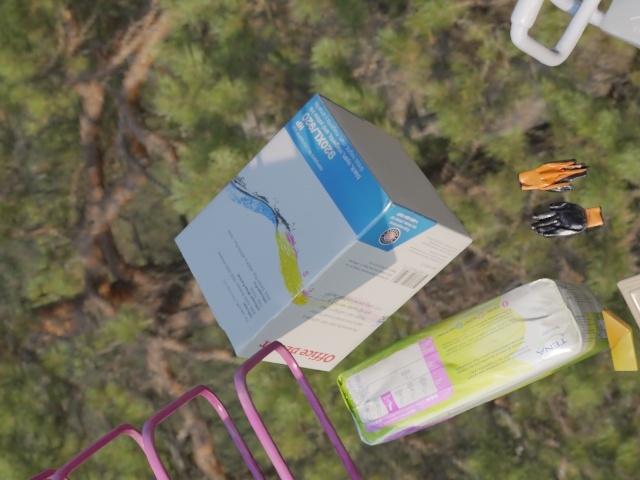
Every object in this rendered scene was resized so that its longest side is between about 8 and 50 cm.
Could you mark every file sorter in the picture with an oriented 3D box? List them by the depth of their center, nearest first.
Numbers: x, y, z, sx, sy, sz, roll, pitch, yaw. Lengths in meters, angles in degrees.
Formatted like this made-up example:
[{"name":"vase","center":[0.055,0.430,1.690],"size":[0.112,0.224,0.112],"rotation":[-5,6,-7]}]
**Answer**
[{"name":"file sorter","center":[-0.115,0.219,0.756],"size":[0.182,0.291,0.202],"rotation":[60,-173,3]}]

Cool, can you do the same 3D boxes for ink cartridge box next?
[{"name":"ink cartridge box","center":[0.000,0.000,1.162],"size":[0.171,0.233,0.168],"rotation":[20,-149,-53]}]

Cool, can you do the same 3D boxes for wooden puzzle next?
[{"name":"wooden puzzle","center":[0.237,0.046,0.708],"size":[0.116,0.014,0.078],"rotation":[-15,107,34]}]

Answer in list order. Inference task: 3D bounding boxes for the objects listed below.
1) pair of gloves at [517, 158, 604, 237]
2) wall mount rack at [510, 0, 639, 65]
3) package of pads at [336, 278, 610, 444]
[{"name":"pair of gloves","center":[0.244,-0.043,1.104],"size":[0.010,0.074,0.083],"rotation":[64,-164,-68]},{"name":"wall mount rack","center":[0.295,-0.224,0.731],"size":[0.350,0.130,0.304],"rotation":[33,100,34]},{"name":"package of pads","center":[0.189,0.143,1.312],"size":[0.229,0.297,0.101],"rotation":[9,-124,-66]}]
